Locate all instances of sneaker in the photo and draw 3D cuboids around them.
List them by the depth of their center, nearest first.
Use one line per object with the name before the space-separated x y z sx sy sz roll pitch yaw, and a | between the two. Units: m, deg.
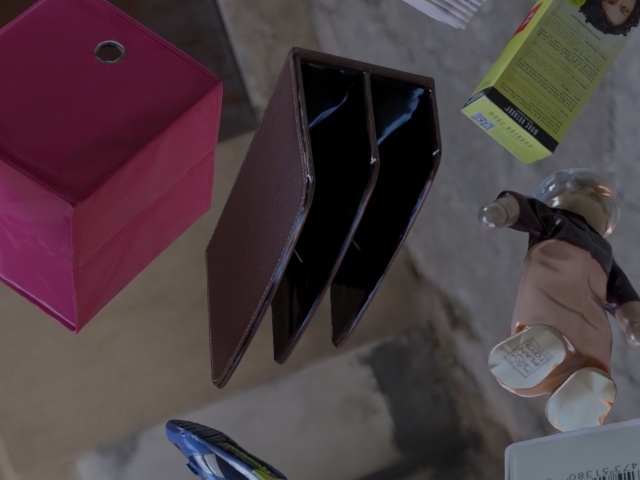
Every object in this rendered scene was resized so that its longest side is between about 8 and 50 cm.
sneaker | -0.097 0.220 1.518 0.144 0.059 0.053 33 -167 25

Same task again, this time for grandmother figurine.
grandmother figurine | 0.231 0.030 1.531 0.208 0.104 0.342 48 -150 -14

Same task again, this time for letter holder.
letter holder | 0.000 0.000 1.588 0.214 0.152 0.302 -95 22 -44

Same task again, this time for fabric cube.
fabric cube | -0.300 -0.102 1.907 0.254 0.258 0.259 34 146 17

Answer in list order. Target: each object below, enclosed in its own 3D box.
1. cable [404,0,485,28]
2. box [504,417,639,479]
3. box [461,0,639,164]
cable | 0.098 -0.363 2.057 0.257 0.089 0.257 37 -169 32
box | 0.231 0.274 1.075 0.121 0.148 0.311 -83 -25 -55
box | 0.229 -0.186 1.467 0.087 0.232 0.058 38 163 -11
